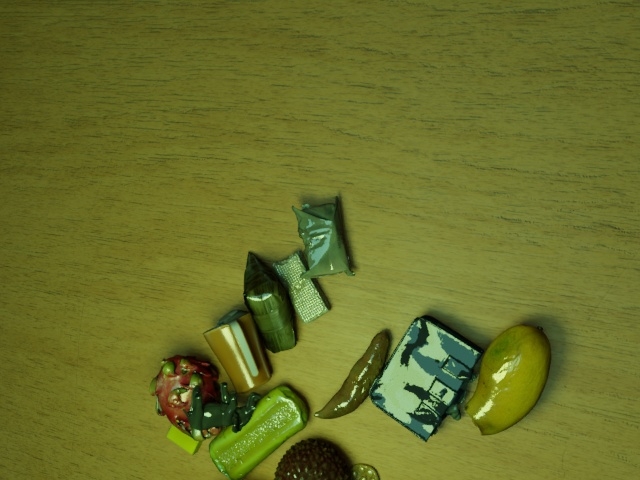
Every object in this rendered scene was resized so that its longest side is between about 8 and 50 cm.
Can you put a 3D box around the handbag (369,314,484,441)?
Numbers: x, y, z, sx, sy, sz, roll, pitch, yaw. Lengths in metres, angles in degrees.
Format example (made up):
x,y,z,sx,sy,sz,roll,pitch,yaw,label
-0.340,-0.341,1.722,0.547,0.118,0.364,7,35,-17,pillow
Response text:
x,y,z,sx,sy,sz,roll,pitch,yaw,label
0.338,0.423,1.647,0.269,0.118,0.326,33,100,23,handbag

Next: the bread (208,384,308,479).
x,y,z,sx,sy,sz,roll,pitch,yaw,label
-0.206,0.647,1.817,0.383,0.112,0.166,-42,79,11,bread

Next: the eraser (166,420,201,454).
x,y,z,sx,sy,sz,roll,pitch,yaw,label
-0.481,0.698,1.939,0.122,0.045,0.097,30,97,16,eraser

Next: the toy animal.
x,y,z,sx,sy,sz,roll,pitch,yaw,label
-0.313,0.536,1.726,0.244,0.114,0.146,1,105,-4,toy animal

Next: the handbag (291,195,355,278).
x,y,z,sx,sy,sz,roll,pitch,yaw,label
0.000,0.000,1.762,0.182,0.117,0.271,-11,84,-2,handbag

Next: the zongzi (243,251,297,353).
x,y,z,sx,sy,sz,roll,pitch,yaw,label
-0.184,0.202,1.837,0.138,0.300,0.286,-21,123,-7,zongzi

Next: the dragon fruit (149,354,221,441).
x,y,z,sx,sy,sz,roll,pitch,yaw,label
-0.438,0.529,1.835,0.307,0.227,0.243,34,89,-9,dragon fruit

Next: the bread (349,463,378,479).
x,y,z,sx,sy,sz,roll,pitch,yaw,label
0.140,0.783,1.749,0.110,0.024,0.110,-1,88,19,bread

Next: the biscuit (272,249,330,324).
x,y,z,sx,sy,sz,roll,pitch,yaw,label
-0.066,0.158,1.808,0.108,0.062,0.239,-31,79,15,biscuit

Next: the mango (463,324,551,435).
x,y,z,sx,sy,sz,roll,pitch,yaw,label
0.549,0.409,1.560,0.186,0.144,0.360,20,98,2,mango

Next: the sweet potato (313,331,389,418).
x,y,z,sx,sy,sz,roll,pitch,yaw,label
0.126,0.454,1.724,0.106,0.095,0.355,38,92,-5,sweet potato

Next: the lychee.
x,y,z,sx,sy,sz,roll,pitch,yaw,label
-0.033,0.775,1.688,0.267,0.267,0.268,0,89,18,lychee

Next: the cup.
x,y,z,sx,sy,sz,roll,pitch,yaw,label
-0.266,0.368,1.798,0.182,0.226,0.264,-24,88,-19,cup
